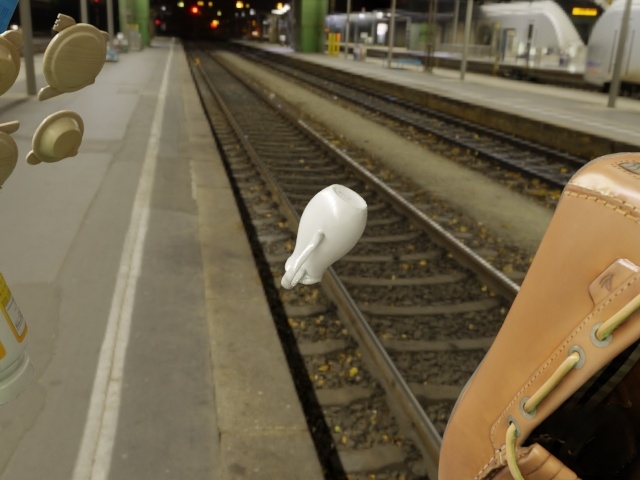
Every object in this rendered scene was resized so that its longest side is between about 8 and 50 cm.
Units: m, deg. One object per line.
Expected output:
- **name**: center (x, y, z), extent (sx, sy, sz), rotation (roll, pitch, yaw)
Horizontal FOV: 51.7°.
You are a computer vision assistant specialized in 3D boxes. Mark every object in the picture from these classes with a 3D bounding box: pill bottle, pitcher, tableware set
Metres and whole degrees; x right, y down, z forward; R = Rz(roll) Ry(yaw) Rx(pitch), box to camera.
- **pill bottle**: center (-0.421, 0.095, 0.782), extent (0.117, 0.209, 0.118), rotation (-8, 31, 5)
- **pitcher**: center (0.000, 0.000, 1.325), extent (0.125, 0.207, 0.178), rotation (34, 23, 6)
- **tableware set**: center (-0.248, -0.112, 0.557), extent (0.020, 0.169, 0.141), rotation (36, 32, 19)

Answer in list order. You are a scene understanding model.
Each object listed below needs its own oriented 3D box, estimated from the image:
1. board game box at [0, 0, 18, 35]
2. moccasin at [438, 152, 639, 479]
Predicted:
- **board game box**: center (-0.552, -0.394, 0.924), extent (0.301, 0.308, 0.086), rotation (27, 3, 23)
- **moccasin**: center (0.181, 0.135, 0.444), extent (0.139, 0.380, 0.147), rotation (6, 33, -17)
